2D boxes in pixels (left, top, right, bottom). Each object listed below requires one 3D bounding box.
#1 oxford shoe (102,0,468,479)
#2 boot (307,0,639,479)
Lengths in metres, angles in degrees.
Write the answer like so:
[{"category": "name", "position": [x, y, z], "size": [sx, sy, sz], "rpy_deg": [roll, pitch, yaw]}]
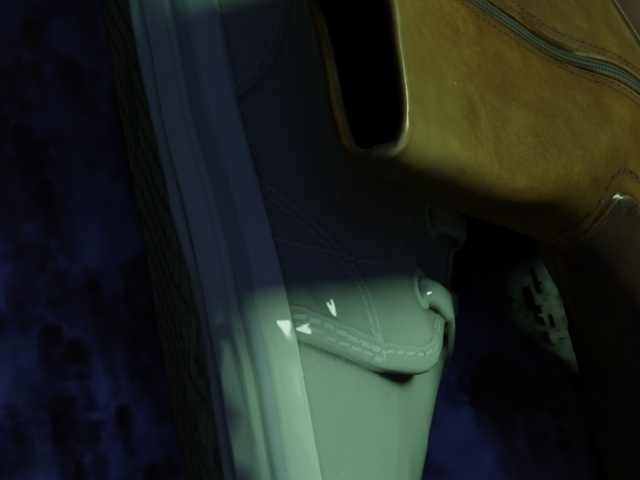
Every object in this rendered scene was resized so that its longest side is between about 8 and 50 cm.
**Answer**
[{"category": "oxford shoe", "position": [0.000, 0.000, 0.627], "size": [0.130, 0.169, 0.449], "rpy_deg": [-5, 68, -11]}, {"category": "boot", "position": [0.093, 0.000, 0.573], "size": [0.096, 0.280, 0.264], "rpy_deg": [-11, 70, 26]}]
